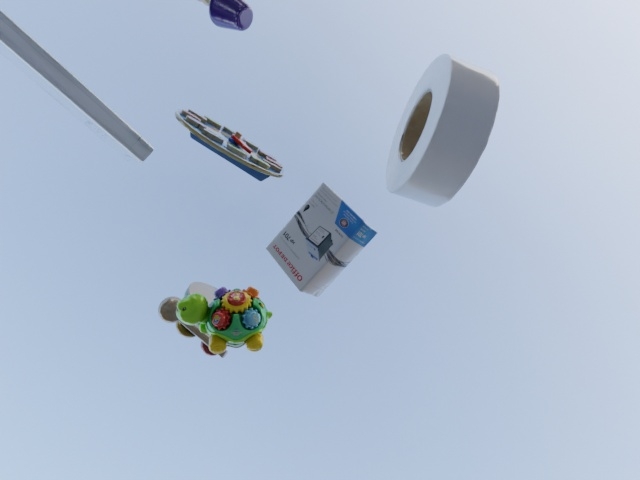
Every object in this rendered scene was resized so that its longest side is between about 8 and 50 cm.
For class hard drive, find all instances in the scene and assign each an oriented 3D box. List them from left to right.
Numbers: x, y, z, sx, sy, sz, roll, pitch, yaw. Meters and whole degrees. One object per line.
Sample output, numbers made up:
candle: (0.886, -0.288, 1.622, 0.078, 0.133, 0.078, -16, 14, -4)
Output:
hard drive: (-0.496, -0.293, 0.843, 0.353, 0.233, 0.047, 45, -103, -30)

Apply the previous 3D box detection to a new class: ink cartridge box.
ink cartridge box: (0.000, 0.000, 0.903, 0.191, 0.082, 0.139, -48, -121, 7)

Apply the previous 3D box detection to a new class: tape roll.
tape roll: (0.231, -0.215, 0.868, 0.100, 0.286, 0.286, 17, -84, -7)

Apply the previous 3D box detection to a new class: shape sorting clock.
shape sorting clock: (-0.150, -0.168, 0.741, 0.206, 0.206, 0.040, 34, -78, -11)

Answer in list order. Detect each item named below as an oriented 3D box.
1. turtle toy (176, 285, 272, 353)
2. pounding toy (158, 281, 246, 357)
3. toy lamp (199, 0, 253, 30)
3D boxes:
turtle toy: (-0.131, 0.101, 0.597, 0.130, 0.095, 0.066, 0, -53, -11)
pounding toy: (-0.255, 0.194, 0.940, 0.183, 0.237, 0.110, 43, -83, 6)
toy lamp: (-0.254, -0.513, 0.899, 0.274, 0.080, 0.080, 36, -87, 19)
